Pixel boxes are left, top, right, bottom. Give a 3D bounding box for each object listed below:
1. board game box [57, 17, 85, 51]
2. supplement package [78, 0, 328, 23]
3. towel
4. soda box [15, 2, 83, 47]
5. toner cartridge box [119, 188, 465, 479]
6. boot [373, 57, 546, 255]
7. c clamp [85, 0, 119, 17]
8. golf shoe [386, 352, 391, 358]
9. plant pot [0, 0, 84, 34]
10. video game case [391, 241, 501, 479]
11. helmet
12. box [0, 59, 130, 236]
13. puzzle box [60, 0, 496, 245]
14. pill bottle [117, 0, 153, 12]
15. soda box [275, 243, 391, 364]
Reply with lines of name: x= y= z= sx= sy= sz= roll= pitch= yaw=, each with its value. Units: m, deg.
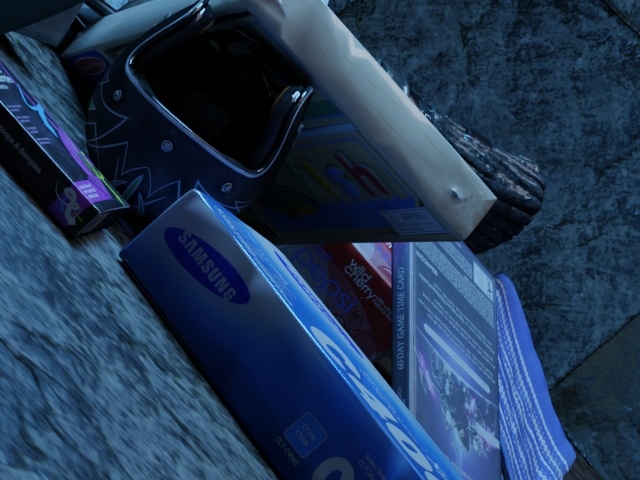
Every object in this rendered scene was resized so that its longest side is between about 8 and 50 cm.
board game box: x=-0.280 y=-0.234 z=1.752 sx=0.126 sy=0.026 sz=0.186 roll=48 pitch=5 yaw=16
supplement package: x=-0.136 y=-0.278 z=2.127 sx=0.203 sy=0.149 sz=0.194 roll=7 pitch=-21 yaw=35
towel: x=0.209 y=0.174 z=1.925 sx=0.336 sy=0.040 sz=0.243 roll=-42 pitch=114 yaw=-75
soda box: x=-0.290 y=-0.285 z=1.575 sx=0.098 sy=0.091 sz=0.286 roll=17 pitch=25 yaw=-41
toner cartridge box: x=0.014 y=0.128 z=1.241 sx=0.348 sy=0.075 sz=0.165 roll=51 pitch=5 yaw=26
boot: x=0.053 y=-0.082 z=2.036 sx=0.260 sy=0.131 sz=0.348 roll=30 pitch=-16 yaw=-34
c clamp: x=-0.221 y=-0.233 z=1.784 sx=0.160 sy=0.022 sz=0.137 roll=38 pitch=-2 yaw=16
golf shoe: x=0.131 y=0.115 z=1.968 sx=0.306 sy=0.140 sz=0.115 roll=49 pitch=4 yaw=-10
plant pot: x=-0.240 y=-0.216 z=1.018 sx=0.290 sy=0.195 sz=0.290 roll=47 pitch=5 yaw=-6
video game case: x=0.114 y=0.113 z=1.647 sx=0.196 sy=0.026 sz=0.274 roll=45 pitch=40 yaw=-49
helmet: x=-0.102 y=-0.087 z=1.411 sx=0.169 sy=0.161 sz=0.169 roll=33 pitch=-22 yaw=15
box: x=-0.198 y=-0.072 z=1.227 sx=0.162 sy=0.029 sz=0.116 roll=47 pitch=5 yaw=0
puzzle box: x=-0.052 y=-0.105 z=1.605 sx=0.272 sy=0.052 sz=0.409 roll=47 pitch=-21 yaw=-19
pill bottle: x=-0.144 y=-0.177 z=1.925 sx=0.121 sy=0.121 sz=0.221 roll=49 pitch=6 yaw=12
soda box: x=0.000 y=0.000 z=1.870 sx=0.263 sy=0.092 sz=0.083 roll=49 pitch=24 yaw=7
